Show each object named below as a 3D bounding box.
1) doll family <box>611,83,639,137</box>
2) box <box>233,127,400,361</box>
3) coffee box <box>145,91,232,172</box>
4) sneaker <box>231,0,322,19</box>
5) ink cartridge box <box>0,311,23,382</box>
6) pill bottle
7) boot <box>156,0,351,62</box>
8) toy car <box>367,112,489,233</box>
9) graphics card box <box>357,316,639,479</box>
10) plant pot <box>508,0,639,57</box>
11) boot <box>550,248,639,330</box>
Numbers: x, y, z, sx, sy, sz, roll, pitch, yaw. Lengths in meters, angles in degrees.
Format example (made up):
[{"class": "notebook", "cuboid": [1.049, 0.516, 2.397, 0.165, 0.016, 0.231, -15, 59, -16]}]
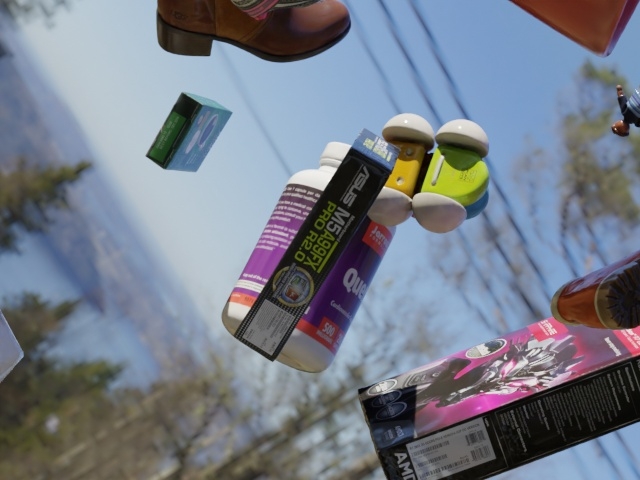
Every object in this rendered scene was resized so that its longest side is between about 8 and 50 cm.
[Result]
[{"class": "doll family", "cuboid": [0.470, -0.148, 2.192, 0.193, 0.076, 0.111, 60, -45, 36]}, {"class": "box", "cuboid": [0.000, 0.000, 1.984, 0.060, 0.270, 0.216, 32, 11, 0]}, {"class": "coffee box", "cuboid": [-0.192, -0.157, 2.389, 0.040, 0.113, 0.184, 32, 8, 8]}, {"class": "sneaker", "cuboid": [0.023, -0.338, 1.878, 0.112, 0.299, 0.121, 59, 30, -45]}, {"class": "ink cartridge box", "cuboid": [-0.469, 0.150, 1.432, 0.166, 0.395, 0.285, 31, -22, 18]}, {"class": "pill bottle", "cuboid": [-0.004, 0.023, 2.426, 0.181, 0.323, 0.181, 25, -12, 6]}, {"class": "boot", "cuboid": [-0.071, -0.358, 2.027, 0.280, 0.264, 0.096, 103, -14, -46]}, {"class": "toy car", "cuboid": [0.152, -0.078, 2.228, 0.182, 0.159, 0.136, 8, -24, 27]}, {"class": "graphics card box", "cuboid": [0.240, 0.197, 2.042, 0.233, 0.371, 0.094, -107, 175, -74]}, {"class": "plant pot", "cuboid": [0.172, -0.313, 1.278, 0.243, 0.275, 0.275, 25, -11, 9]}, {"class": "boot", "cuboid": [0.260, 0.031, 1.343, 0.085, 0.158, 0.059, -13, -83, 55]}]
